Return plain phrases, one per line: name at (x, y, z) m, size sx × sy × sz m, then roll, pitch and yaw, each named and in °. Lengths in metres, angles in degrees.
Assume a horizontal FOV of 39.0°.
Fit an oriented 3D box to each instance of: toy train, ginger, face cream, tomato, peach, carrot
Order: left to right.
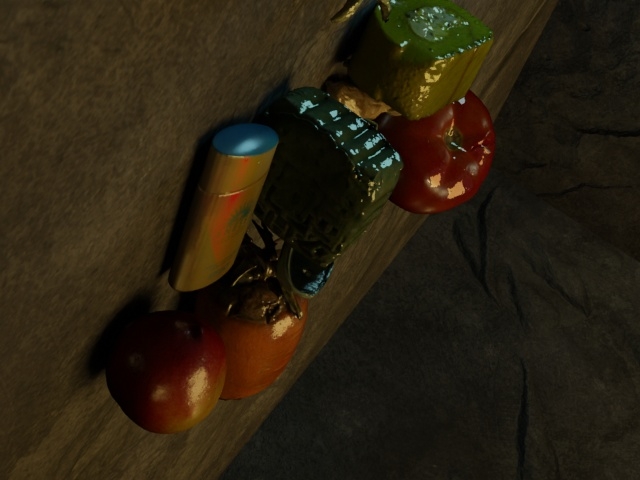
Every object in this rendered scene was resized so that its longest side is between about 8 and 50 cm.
peach at (-0.223, 0.185, 1.334) m, size 0.197 × 0.197 × 0.197 m, roll -53°, pitch 169°, yaw -15°
face cream at (-0.139, -0.051, 1.296) m, size 0.139 × 0.067 × 0.285 m, roll -38°, pitch 160°, yaw -44°
carrot at (-0.116, 0.121, 1.552) m, size 0.214 × 0.193 × 0.331 m, roll -13°, pitch 144°, yaw -20°
toy train at (0.002, -0.056, 1.528) m, size 0.088 × 0.086 × 0.407 m, roll -49°, pitch -162°, yaw 51°
ginger at (0.096, -0.274, 1.602) m, size 0.294 × 0.086 × 0.131 m, roll -29°, pitch 122°, yaw -59°
tomato at (0.218, -0.203, 1.939) m, size 0.299 × 0.298 × 0.226 m, roll -52°, pitch -158°, yaw -19°

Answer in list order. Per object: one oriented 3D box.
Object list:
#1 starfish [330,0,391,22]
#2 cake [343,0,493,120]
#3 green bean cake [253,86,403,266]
starfish at (0.126, -0.452, 1.225) m, size 0.358 × 0.078 × 0.347 m, roll -59°, pitch 168°, yaw 17°
cake at (0.158, -0.313, 1.509) m, size 0.260 × 0.179 × 0.156 m, roll -30°, pitch 150°, yaw -49°
green bean cake at (-0.008, -0.099, 1.350) m, size 0.125 × 0.222 × 0.227 m, roll -36°, pitch 162°, yaw -44°
